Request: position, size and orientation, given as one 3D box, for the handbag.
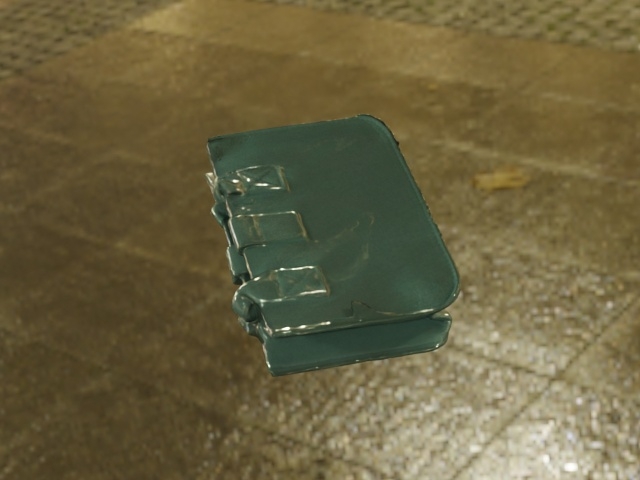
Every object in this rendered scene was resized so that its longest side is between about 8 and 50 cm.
[{"bbox_3d":[0.000,0.000,1.109,0.179,0.062,0.229,-9,46,-15],"label":"handbag"}]
